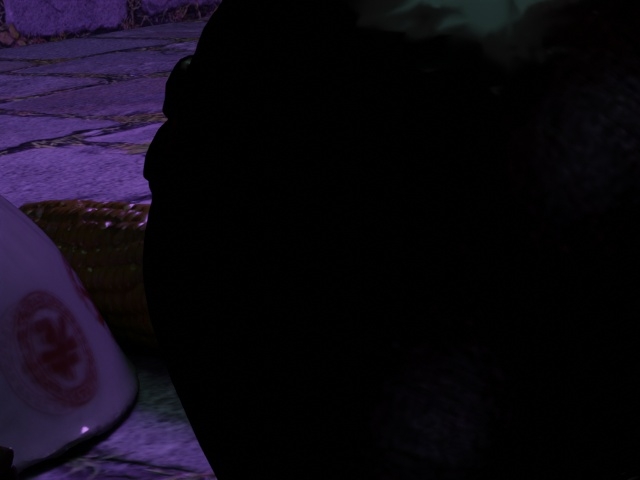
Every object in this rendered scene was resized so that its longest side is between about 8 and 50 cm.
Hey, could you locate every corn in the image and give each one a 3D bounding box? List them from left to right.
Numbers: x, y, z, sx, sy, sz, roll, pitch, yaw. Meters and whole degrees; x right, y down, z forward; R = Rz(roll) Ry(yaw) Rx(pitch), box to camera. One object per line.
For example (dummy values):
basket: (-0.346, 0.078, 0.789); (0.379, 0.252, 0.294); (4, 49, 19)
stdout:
corn: (-0.097, 0.021, 1.058); (0.097, 0.097, 0.320); (-14, 14, -40)

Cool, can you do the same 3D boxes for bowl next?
bowl: (-0.270, 0.024, 0.944); (0.337, 0.157, 0.337); (-4, 13, 1)

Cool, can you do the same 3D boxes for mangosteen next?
mangosteen: (0.086, -0.009, 0.674); (0.313, 0.297, 0.297); (-4, 11, 19)

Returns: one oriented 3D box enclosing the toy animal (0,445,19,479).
toy animal: (-0.247, 0.123, 0.710); (0.230, 0.066, 0.224); (-13, -7, 0)
